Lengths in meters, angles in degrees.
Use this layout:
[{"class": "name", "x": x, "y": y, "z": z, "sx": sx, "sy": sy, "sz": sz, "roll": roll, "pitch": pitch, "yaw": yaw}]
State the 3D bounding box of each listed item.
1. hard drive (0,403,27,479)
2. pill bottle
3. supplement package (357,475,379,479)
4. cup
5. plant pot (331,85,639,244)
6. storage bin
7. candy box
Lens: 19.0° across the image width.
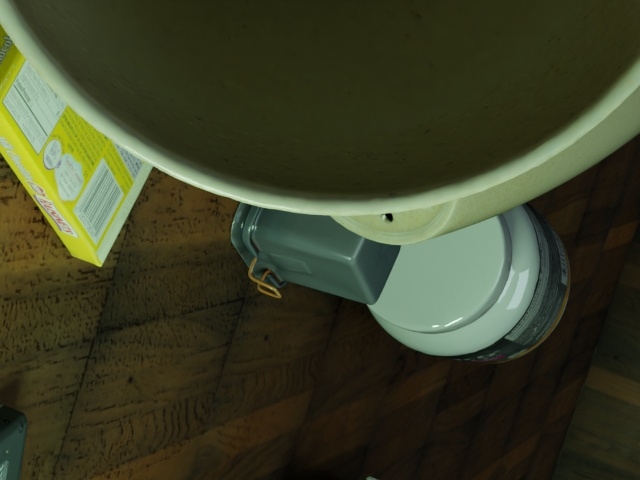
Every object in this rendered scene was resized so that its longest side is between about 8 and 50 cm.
[{"class": "hard drive", "x": -0.209, "y": 0.157, "z": 1.039, "sx": 0.135, "sy": 0.022, "sz": 0.094, "roll": -38, "pitch": 145, "yaw": -60}, {"class": "pill bottle", "x": 0.121, "y": 0.023, "z": 1.664, "sx": 0.162, "sy": 0.162, "sz": 0.278, "roll": -70, "pitch": 162, "yaw": 0}, {"class": "supplement package", "x": 0.088, "y": 0.347, "z": 1.757, "sx": 0.263, "sy": 0.199, "sz": 0.198, "roll": 106, "pitch": 7, "yaw": -81}, {"class": "cup", "x": 0.002, "y": -0.193, "z": 0.878, "sx": 0.237, "sy": 0.331, "sz": 0.331, "roll": -119, "pitch": -134, "yaw": -78}, {"class": "plant pot", "x": 0.103, "y": -0.120, "z": 1.313, "sx": 0.274, "sy": 0.256, "sz": 0.256, "roll": -46, "pitch": 151, "yaw": -44}, {"class": "storage bin", "x": 0.000, "y": 0.000, "z": 1.385, "sx": 0.098, "sy": 0.091, "sz": 0.135, "roll": -65, "pitch": 162, "yaw": -14}, {"class": "candy box", "x": -0.129, "y": -0.072, "z": 1.018, "sx": 0.206, "sy": 0.027, "sz": 0.105, "roll": 70, "pitch": 41, "yaw": -65}]
